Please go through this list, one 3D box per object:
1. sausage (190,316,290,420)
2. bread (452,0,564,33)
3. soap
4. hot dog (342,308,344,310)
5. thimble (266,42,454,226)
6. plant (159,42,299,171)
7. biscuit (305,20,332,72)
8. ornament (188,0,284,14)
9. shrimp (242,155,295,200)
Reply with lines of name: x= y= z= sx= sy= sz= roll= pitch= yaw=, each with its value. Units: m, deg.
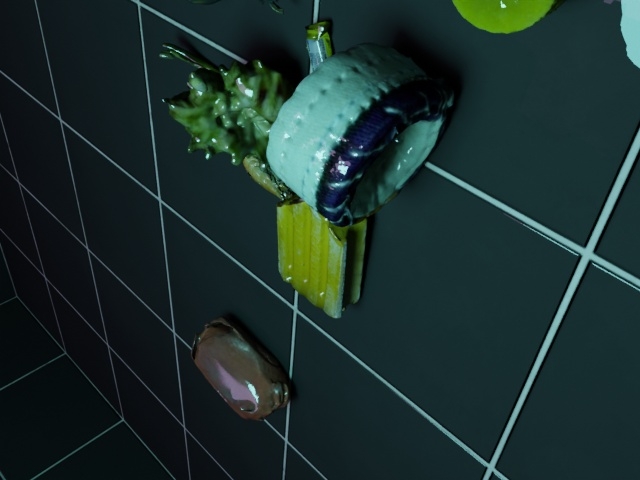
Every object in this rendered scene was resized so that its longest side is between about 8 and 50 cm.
sausage: x=-0.190 y=0.307 z=1.552 sx=0.279 sy=0.152 sz=0.152 roll=42 pitch=142 yaw=20
bread: x=0.202 y=-0.276 z=0.664 sx=0.129 sy=0.114 sz=0.111 roll=31 pitch=137 yaw=34
soap: x=0.000 y=0.000 z=1.129 sx=0.160 sy=0.080 sz=0.257 roll=36 pitch=144 yaw=27
hot dog: x=0.015 y=0.107 z=1.259 sx=0.083 sy=0.021 sz=0.037 roll=31 pitch=135 yaw=32
thimble: x=0.054 y=-0.142 z=0.865 sx=0.150 sy=0.237 sz=0.237 roll=43 pitch=142 yaw=16
plant: x=-0.140 y=-0.275 z=1.115 sx=0.180 sy=0.251 sz=0.333 roll=-56 pitch=31 yaw=33
biscuit: x=0.019 y=-0.195 z=1.027 sx=0.048 sy=0.026 sz=0.292 roll=18 pitch=130 yaw=44
ornament: x=-0.135 y=-0.407 z=1.002 sx=0.236 sy=0.080 sz=0.202 roll=21 pitch=170 yaw=20
shrimp: x=-0.086 y=-0.142 z=1.197 sx=0.178 sy=0.034 sz=0.124 roll=44 pitch=136 yaw=29
